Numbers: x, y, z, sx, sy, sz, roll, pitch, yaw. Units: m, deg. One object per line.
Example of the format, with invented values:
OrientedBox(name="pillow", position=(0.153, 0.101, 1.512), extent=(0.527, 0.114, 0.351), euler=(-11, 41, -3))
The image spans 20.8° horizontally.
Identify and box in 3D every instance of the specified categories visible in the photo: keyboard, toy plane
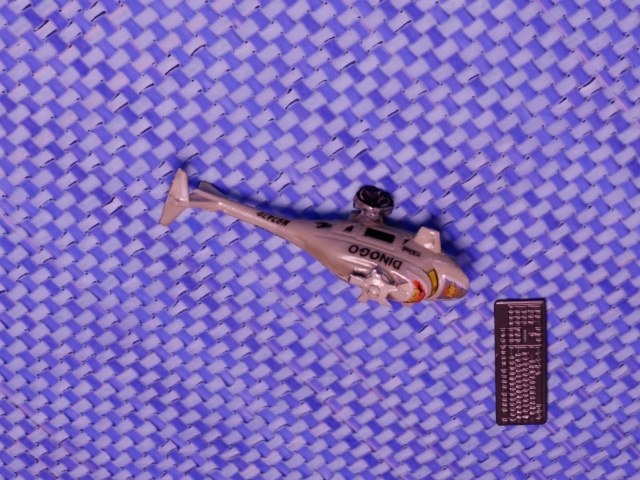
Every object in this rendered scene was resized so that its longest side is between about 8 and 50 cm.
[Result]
OrientedBox(name="keyboard", position=(0.197, 0.121, 1.714), extent=(0.053, 0.010, 0.155), euler=(-3, 123, 5))
OrientedBox(name="toy plane", position=(0.000, 0.000, 1.595), extent=(0.286, 0.108, 0.092), euler=(22, 123, 3))
